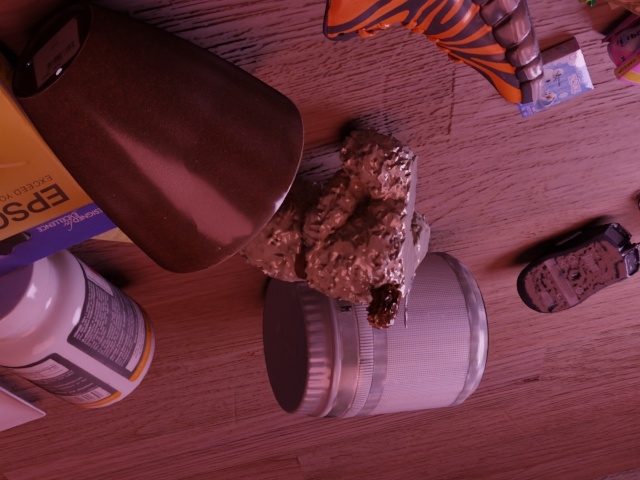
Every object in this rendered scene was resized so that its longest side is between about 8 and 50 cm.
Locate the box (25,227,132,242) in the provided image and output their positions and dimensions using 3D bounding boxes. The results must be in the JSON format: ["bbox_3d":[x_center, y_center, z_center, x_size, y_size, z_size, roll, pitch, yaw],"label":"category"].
[{"bbox_3d":[-0.252,-0.046,1.318,0.232,0.058,0.087,5,146,-32],"label":"box"}]

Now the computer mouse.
[{"bbox_3d":[0.436,0.049,1.735,0.262,0.060,0.184,-33,106,21],"label":"computer mouse"}]

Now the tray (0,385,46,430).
[{"bbox_3d":[-0.533,0.229,1.711,0.145,0.030,0.270,-20,151,9],"label":"tray"}]

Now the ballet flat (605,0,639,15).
[{"bbox_3d":[0.345,-0.267,1.114,0.342,0.116,0.124,8,-173,-28],"label":"ballet flat"}]

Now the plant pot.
[{"bbox_3d":[-0.169,-0.116,1.109,0.215,0.215,0.230,-29,134,25],"label":"plant pot"}]

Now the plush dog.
[{"bbox_3d":[0.000,0.000,1.413,0.225,0.211,0.262,8,153,15],"label":"plush dog"}]

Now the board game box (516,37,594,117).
[{"bbox_3d":[0.263,-0.186,1.342,0.090,0.020,0.090,-23,150,13],"label":"board game box"}]

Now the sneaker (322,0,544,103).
[{"bbox_3d":[0.099,-0.227,1.114,0.180,0.125,0.321,-19,141,17],"label":"sneaker"}]

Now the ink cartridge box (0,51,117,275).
[{"bbox_3d":[-0.390,-0.045,1.168,0.303,0.072,0.307,-22,132,12],"label":"ink cartridge box"}]

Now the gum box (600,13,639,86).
[{"bbox_3d":[0.416,-0.218,1.305,0.188,0.062,0.107,7,147,-36],"label":"gum box"}]

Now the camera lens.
[{"bbox_3d":[0.079,0.130,1.612,0.274,0.219,0.219,-3,150,-20],"label":"camera lens"}]

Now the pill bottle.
[{"bbox_3d":[-0.332,0.095,1.427,0.162,0.162,0.278,-21,150,12],"label":"pill bottle"}]

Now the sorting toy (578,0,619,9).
[{"bbox_3d":[0.316,-0.264,1.234,0.083,0.012,0.062,-25,150,18],"label":"sorting toy"}]
